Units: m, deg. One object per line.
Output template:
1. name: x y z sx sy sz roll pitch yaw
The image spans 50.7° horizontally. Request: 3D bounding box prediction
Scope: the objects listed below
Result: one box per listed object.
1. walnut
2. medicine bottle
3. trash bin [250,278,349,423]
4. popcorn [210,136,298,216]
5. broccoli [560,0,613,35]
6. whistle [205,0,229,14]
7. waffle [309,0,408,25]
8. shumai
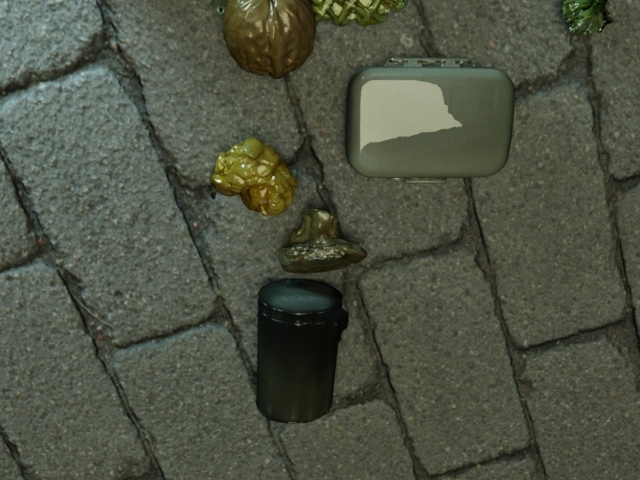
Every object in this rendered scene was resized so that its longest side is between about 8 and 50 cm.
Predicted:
1. walnut: -0.106 -0.437 1.407 0.214 0.213 0.213 -1 108 -4
2. medicine bottle: 0.245 -0.266 1.529 0.376 0.123 0.282 -1 110 -5
3. trash bin: -0.054 0.269 1.642 0.252 0.203 0.301 17 113 32
4. popcorn: -0.142 -0.153 1.536 0.194 0.140 0.163 23 114 -1
5. broccoli: 0.582 -0.510 1.434 0.123 0.204 0.118 -12 92 12
6. whistle: -0.196 -0.595 1.404 0.110 0.092 0.244 6 109 -4
7. waffle: 0.077 -0.615 1.426 0.298 0.073 0.316 -13 109 0
8. shumai: 0.000 0.000 1.603 0.210 0.161 0.152 -10 87 22
